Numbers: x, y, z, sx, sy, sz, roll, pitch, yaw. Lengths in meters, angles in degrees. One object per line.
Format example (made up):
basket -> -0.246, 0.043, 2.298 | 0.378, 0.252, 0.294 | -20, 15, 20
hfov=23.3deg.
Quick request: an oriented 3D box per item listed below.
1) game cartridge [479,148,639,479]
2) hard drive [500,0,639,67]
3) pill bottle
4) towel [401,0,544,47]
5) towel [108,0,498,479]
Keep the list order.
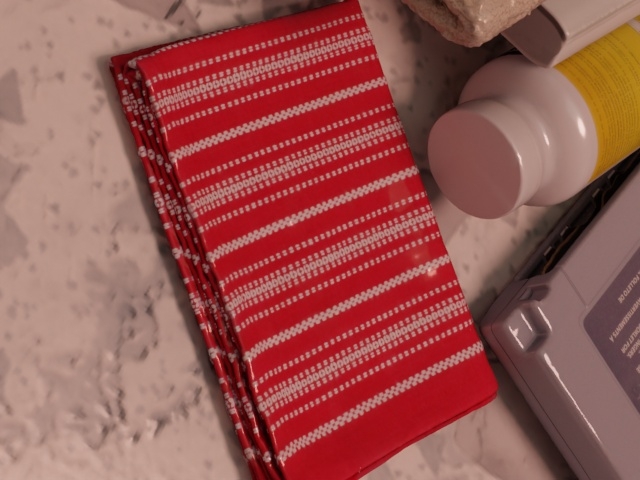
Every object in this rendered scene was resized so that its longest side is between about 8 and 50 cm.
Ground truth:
game cartridge -> 0.240, 0.049, 1.086 | 0.196, 0.060, 0.294 | 54, 52, -11
hard drive -> 0.177, -0.245, 1.066 | 0.203, 0.040, 0.307 | 46, 49, 15
pill bottle -> 0.155, -0.084, 1.018 | 0.184, 0.103, 0.103 | -32, 99, -40
towel -> 0.043, -0.240, 0.942 | 0.282, 0.049, 0.187 | 44, 51, 12
towel -> 0.000, 0.000, 0.922 | 0.199, 0.031, 0.274 | -21, 92, -41
